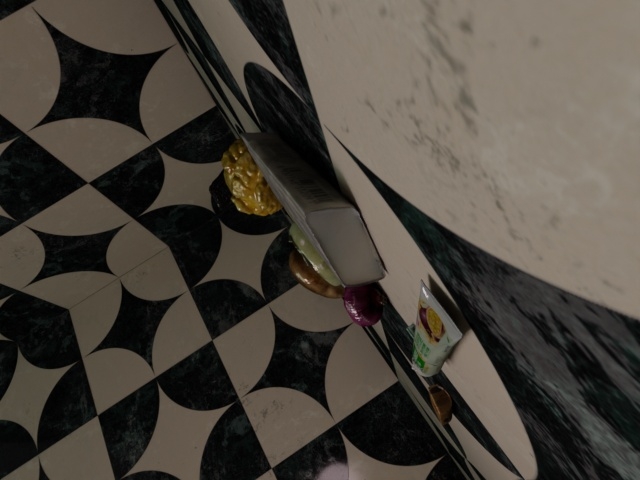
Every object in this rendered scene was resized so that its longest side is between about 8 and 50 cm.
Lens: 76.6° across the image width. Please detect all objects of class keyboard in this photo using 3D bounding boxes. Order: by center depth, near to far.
[{"bbox_3d":[-0.258,-0.219,1.304,0.016,0.262,0.106,18,148,31],"label":"keyboard"}]

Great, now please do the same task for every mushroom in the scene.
[{"bbox_3d":[-0.009,0.129,1.580,0.278,0.146,0.278,40,-167,-12],"label":"mushroom"}]

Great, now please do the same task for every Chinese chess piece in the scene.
[{"bbox_3d":[0.006,0.021,0.959,0.188,0.083,0.188,49,-176,-5],"label":"Chinese chess piece"}]

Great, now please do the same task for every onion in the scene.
[{"bbox_3d":[0.102,0.135,0.912,0.105,0.115,0.115,-15,115,39],"label":"onion"}]

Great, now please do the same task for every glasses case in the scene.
[{"bbox_3d":[0.298,0.403,0.996,0.169,0.041,0.064,62,-175,-54],"label":"glasses case"}]

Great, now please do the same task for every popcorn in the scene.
[{"bbox_3d":[-0.189,-0.186,1.202,0.250,0.190,0.249,-23,-90,-87],"label":"popcorn"}]

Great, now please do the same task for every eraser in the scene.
[{"bbox_3d":[-0.030,-0.083,0.795,0.396,0.082,0.213,52,173,50],"label":"eraser"}]

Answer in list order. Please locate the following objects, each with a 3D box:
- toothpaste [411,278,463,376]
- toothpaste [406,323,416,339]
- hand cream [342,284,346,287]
[{"bbox_3d":[0.165,0.150,0.594,0.058,0.055,0.314,12,154,18],"label":"toothpaste"},{"bbox_3d":[0.197,0.200,0.782,0.083,0.017,0.020,55,176,19],"label":"toothpaste"},{"bbox_3d":[0.115,0.144,1.167,0.174,0.047,0.076,35,159,55],"label":"hand cream"}]
